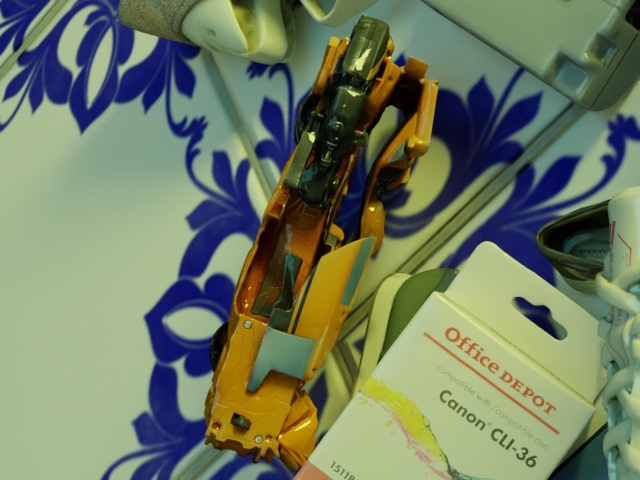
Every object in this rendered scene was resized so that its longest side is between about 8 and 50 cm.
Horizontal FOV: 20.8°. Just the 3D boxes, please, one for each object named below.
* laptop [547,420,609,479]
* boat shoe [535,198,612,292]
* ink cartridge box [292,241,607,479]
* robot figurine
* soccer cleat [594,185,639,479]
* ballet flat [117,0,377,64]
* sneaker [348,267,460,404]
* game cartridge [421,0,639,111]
[{"bbox_3d":[0.199,0.176,0.775,0.236,0.408,0.382,46,112,11],"label":"laptop"},{"bbox_3d":[0.189,-0.001,0.988,0.152,0.049,0.056,-16,62,41],"label":"boat shoe"},{"bbox_3d":[0.077,0.108,0.993,0.115,0.067,0.198,36,93,8],"label":"ink cartridge box"},{"bbox_3d":[0.000,0.000,1.116,0.211,0.085,0.291,118,173,-81],"label":"robot figurine"},{"bbox_3d":[0.168,0.062,0.804,0.116,0.143,0.331,-32,26,56],"label":"soccer cleat"},{"bbox_3d":[-0.026,-0.191,1.257,0.316,0.107,0.106,-27,69,37],"label":"ballet flat"},{"bbox_3d":[0.065,0.105,1.058,0.086,0.064,0.192,-12,63,46],"label":"sneaker"},{"bbox_3d":[0.187,-0.247,1.095,0.297,0.062,0.198,-58,39,10],"label":"game cartridge"}]
